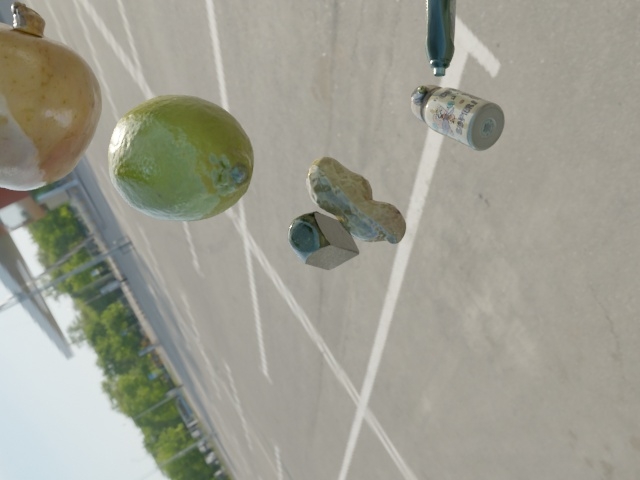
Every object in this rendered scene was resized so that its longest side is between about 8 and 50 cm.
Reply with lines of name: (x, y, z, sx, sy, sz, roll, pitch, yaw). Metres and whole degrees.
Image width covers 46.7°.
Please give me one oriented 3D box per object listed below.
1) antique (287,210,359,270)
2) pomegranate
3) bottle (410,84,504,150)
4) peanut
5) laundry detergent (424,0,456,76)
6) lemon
antique: (0.000, 0.000, 1.493, 0.081, 0.080, 0.221, 64, -165, 15)
pomegranate: (-0.671, -0.310, 1.600, 0.411, 0.411, 0.411, 53, 163, 25)
bottle: (0.264, -0.260, 1.501, 0.110, 0.097, 0.209, 29, -175, -41)
peanut: (0.065, -0.071, 1.416, 0.228, 0.104, 0.086, 43, 162, 5)
laundry detergent: (0.240, -0.426, 1.471, 0.137, 0.062, 0.211, 25, -115, -76)
lemon: (-0.188, -0.114, 1.029, 0.248, 0.184, 0.184, 6, 129, 36)
